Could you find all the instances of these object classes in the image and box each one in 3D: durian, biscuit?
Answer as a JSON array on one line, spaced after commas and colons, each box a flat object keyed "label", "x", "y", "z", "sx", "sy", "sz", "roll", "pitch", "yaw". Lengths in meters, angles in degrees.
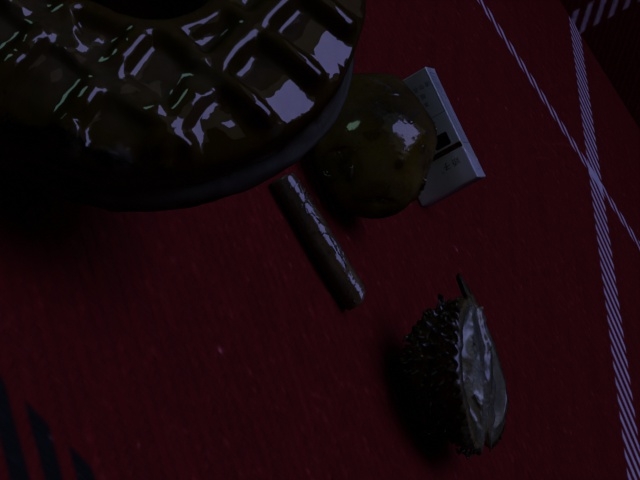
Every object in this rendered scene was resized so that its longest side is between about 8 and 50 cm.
[{"label": "durian", "x": 0.128, "y": 0.125, "z": 1.248, "sx": 0.148, "sy": 0.091, "sz": 0.188, "roll": 24, "pitch": 66, "yaw": -57}, {"label": "biscuit", "x": -0.124, "y": -0.173, "z": 0.836, "sx": 0.332, "sy": 0.103, "sz": 0.332, "roll": 7, "pitch": 66, "yaw": -16}]

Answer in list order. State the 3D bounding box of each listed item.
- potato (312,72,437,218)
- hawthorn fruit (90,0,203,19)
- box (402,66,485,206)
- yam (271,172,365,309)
[{"label": "potato", "x": 0.054, "y": -0.109, "z": 1.315, "sx": 0.137, "sy": 0.137, "sz": 0.175, "roll": 29, "pitch": 38, "yaw": -52}, {"label": "hawthorn fruit", "x": -0.133, "y": -0.139, "z": 0.951, "sx": 0.138, "sy": 0.133, "sz": 0.132, "roll": 13, "pitch": 53, "yaw": -57}, {"label": "box", "x": 0.135, "y": -0.129, "z": 1.553, "sx": 0.040, "sy": 0.084, "sz": 0.154, "roll": -2, "pitch": 66, "yaw": -65}, {"label": "yam", "x": 0.000, "y": 0.000, "z": 1.203, "sx": 0.145, "sy": 0.032, "sz": 0.032, "roll": 59, "pitch": 23, "yaw": -6}]
